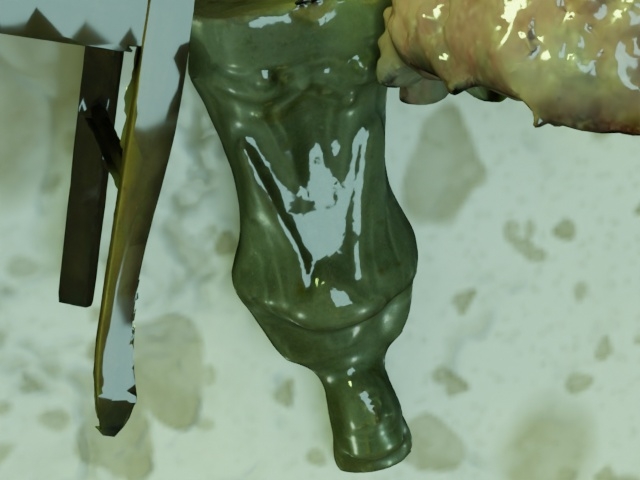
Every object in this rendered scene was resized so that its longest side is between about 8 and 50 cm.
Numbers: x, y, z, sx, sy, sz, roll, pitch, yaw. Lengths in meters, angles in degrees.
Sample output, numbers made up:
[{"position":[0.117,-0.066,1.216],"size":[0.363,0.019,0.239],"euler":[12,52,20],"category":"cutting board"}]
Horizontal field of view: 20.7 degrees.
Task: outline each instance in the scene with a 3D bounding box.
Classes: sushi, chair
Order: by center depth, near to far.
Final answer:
[{"position":[-0.116,-0.119,0.579],"size":[0.160,0.186,0.319],"euler":[7,104,-12],"category":"chair"},{"position":[0.141,-0.089,0.640],"size":[0.241,0.161,0.108],"euler":[-1,103,-33],"category":"sushi"}]

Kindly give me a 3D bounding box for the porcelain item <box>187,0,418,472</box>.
[{"position":[0.000,0.000,0.706],"size":[0.081,0.069,0.216],"euler":[-16,112,-16],"category":"porcelain item"}]
